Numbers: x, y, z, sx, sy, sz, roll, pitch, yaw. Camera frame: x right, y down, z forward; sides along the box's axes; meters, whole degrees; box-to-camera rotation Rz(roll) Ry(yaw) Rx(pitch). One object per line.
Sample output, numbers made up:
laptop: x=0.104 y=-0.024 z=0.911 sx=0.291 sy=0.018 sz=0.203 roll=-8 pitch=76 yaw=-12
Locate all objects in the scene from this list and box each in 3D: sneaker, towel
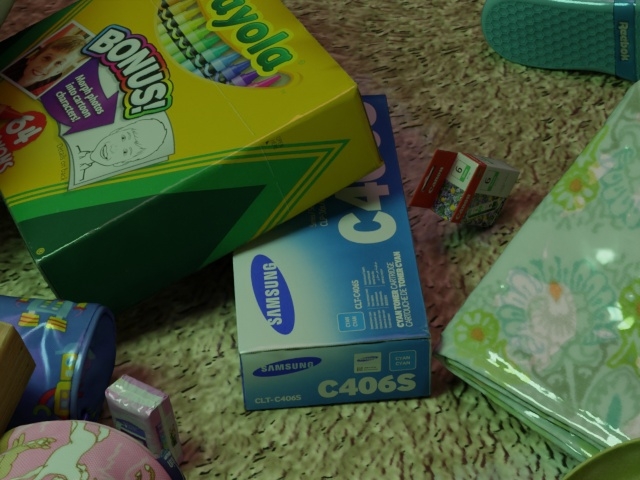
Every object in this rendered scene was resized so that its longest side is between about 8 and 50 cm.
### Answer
sneaker: x=0.351 y=-0.268 z=1.802 sx=0.319 sy=0.127 sz=0.208 roll=14 pitch=45 yaw=15
towel: x=0.315 y=0.035 z=1.373 sx=0.320 sy=0.090 sz=0.374 roll=34 pitch=80 yaw=33

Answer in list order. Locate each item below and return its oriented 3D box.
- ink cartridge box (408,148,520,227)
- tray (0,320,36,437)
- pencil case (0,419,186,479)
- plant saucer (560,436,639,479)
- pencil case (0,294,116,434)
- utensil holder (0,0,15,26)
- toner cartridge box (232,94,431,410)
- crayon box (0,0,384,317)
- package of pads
ink cartridge box: x=0.135 y=-0.048 z=1.559 sx=0.029 sy=0.063 sz=0.115 roll=35 pitch=17 yaw=33
tray: x=-0.387 y=0.222 z=1.199 sx=0.202 sy=0.076 sz=0.411 roll=14 pitch=60 yaw=16
pencil case: x=-0.213 y=0.301 z=1.134 sx=0.167 sy=0.160 sz=0.386 roll=7 pitch=41 yaw=15
plant saucer: x=0.260 y=0.259 z=1.209 sx=0.241 sy=0.037 sz=0.241 roll=-6 pitch=63 yaw=11
pencil case: x=-0.325 y=0.103 z=1.391 sx=0.306 sy=0.119 sz=0.133 roll=4 pitch=70 yaw=5
utensil holder: x=-0.445 y=-0.243 z=1.520 sx=0.327 sy=0.328 sz=0.385 roll=5 pitch=36 yaw=6
toner cartridge box: x=0.000 y=0.000 z=1.537 sx=0.165 sy=0.075 sz=0.348 roll=-6 pitch=41 yaw=-2
crayon box: x=-0.158 y=-0.118 z=1.570 sx=0.313 sy=0.106 sz=0.363 roll=-30 pitch=41 yaw=-6
package of pads: x=-0.143 y=0.151 z=1.361 sx=0.050 sy=0.083 sz=0.032 roll=23 pitch=51 yaw=30
